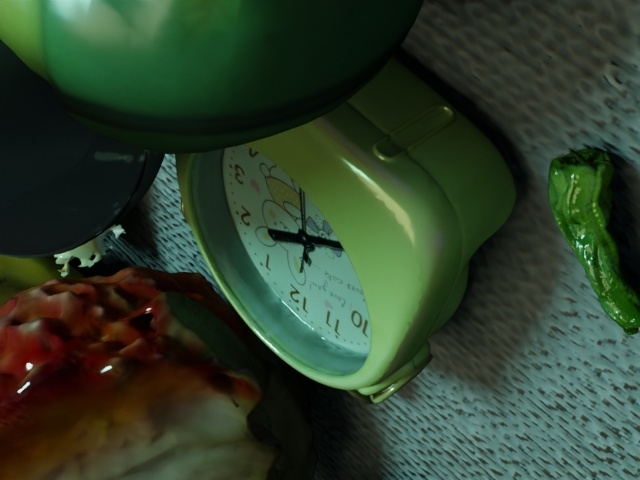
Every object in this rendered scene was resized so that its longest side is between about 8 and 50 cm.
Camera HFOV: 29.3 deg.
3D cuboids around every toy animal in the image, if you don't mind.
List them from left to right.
[{"bbox_3d":[-0.024,-0.154,0.368,0.338,0.191,0.216,101,167,-64],"label":"toy animal"}]

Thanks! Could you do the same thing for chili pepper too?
[{"bbox_3d":[0.113,0.002,0.493,0.034,0.030,0.091,-13,113,32],"label":"chili pepper"}]

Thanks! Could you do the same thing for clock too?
[{"bbox_3d":[0.000,0.000,0.615,0.170,0.069,0.232,42,149,22],"label":"clock"}]

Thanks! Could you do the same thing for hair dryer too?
[{"bbox_3d":[-0.171,-0.165,0.504,0.301,0.121,0.361,-23,-79,-78],"label":"hair dryer"}]

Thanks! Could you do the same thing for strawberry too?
[{"bbox_3d":[-0.171,0.143,0.752,0.149,0.336,0.265,60,177,48],"label":"strawberry"}]

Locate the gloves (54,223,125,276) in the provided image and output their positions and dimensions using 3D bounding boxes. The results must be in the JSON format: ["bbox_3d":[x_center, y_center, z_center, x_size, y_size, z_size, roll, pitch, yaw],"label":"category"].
[{"bbox_3d":[-0.192,-0.057,0.837,0.153,0.070,0.114,45,158,31],"label":"gloves"}]

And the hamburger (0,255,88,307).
[{"bbox_3d":[-0.327,0.135,0.909,0.277,0.396,0.395,29,142,50],"label":"hamburger"}]
